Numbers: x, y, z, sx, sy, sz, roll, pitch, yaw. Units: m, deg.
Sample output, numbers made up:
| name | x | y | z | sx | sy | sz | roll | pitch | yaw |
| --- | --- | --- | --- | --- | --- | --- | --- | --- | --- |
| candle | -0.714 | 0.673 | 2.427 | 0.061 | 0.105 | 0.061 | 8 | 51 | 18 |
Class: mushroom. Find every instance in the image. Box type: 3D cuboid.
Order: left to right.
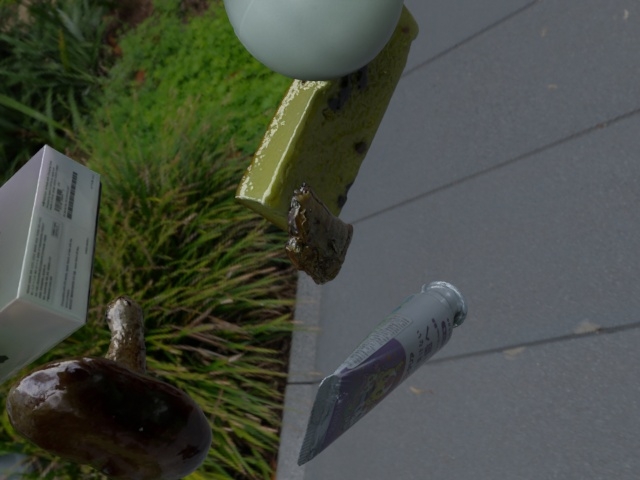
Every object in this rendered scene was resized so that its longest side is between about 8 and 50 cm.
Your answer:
| name | x | y | z | sx | sy | sz | roll | pitch | yaw |
| --- | --- | --- | --- | --- | --- | --- | --- | --- | --- |
| mushroom | -0.221 | 0.155 | 0.747 | 0.148 | 0.227 | 0.217 | -36 | 31 | 22 |

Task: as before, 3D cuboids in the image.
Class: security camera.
| name | x | y | z | sx | sy | sz | roll | pitch | yaw |
| --- | --- | --- | --- | --- | --- | --- | --- | --- | --- |
| security camera | -0.022 | -0.275 | 0.646 | 0.194 | 0.236 | 0.194 | -40 | 14 | 12 |

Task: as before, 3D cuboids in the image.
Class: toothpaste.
| name | x | y | z | sx | sy | sz | roll | pitch | yaw |
| --- | --- | --- | --- | --- | --- | --- | --- | --- | --- |
| toothpaste | 0.075 | 0.126 | 0.700 | 0.073 | 0.299 | 0.114 | 30 | 123 | 23 |

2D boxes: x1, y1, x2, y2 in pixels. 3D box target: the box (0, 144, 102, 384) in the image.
| name | x | y | z | sx | sy | sz | roll | pitch | yaw |
| --- | --- | --- | --- | --- | --- | --- | --- | --- | --- |
| box | -0.213 | 0.024 | 0.440 | 0.129 | 0.051 | 0.130 | -33 | 45 | 25 |

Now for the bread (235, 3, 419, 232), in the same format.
| name | x | y | z | sx | sy | sz | roll | pitch | yaw |
| --- | --- | --- | --- | --- | --- | --- | --- | --- | --- |
| bread | 0.021 | -0.184 | 0.870 | 0.077 | 0.138 | 0.361 | 16 | 78 | 44 |

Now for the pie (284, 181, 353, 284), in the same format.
| name | x | y | z | sx | sy | sz | roll | pitch | yaw |
| --- | --- | --- | --- | --- | --- | --- | --- | --- | --- |
| pie | 0.000 | 0.000 | 0.683 | 0.034 | 0.170 | 0.092 | 6 | 74 | 23 |
